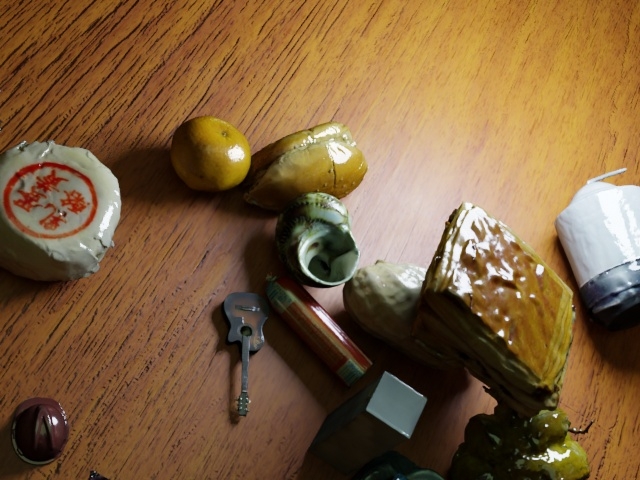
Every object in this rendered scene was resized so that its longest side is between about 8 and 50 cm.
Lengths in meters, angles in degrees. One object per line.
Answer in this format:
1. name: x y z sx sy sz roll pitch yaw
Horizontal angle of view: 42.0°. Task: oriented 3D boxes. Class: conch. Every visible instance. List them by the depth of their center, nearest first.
1. conch: 0.000 0.001 1.600 0.187 0.124 0.181 35 73 8

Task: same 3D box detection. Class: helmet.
1. helmet: -0.444 0.295 1.321 0.089 0.057 0.111 -4 66 -21

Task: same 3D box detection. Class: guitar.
1. guitar: -0.138 0.204 1.511 0.088 0.025 0.233 8 63 -18

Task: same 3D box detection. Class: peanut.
1. peanut: 0.199 0.152 1.602 0.340 0.158 0.174 34 27 -8

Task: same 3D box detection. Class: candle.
1. candle: 0.638 0.008 1.816 0.221 0.221 0.342 -5 64 -24

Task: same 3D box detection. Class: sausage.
1. sausage: -0.011 0.157 1.556 0.264 0.083 0.083 47 57 8

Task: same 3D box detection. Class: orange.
1. orange: -0.214 -0.161 1.602 0.159 0.136 0.159 21 43 -21

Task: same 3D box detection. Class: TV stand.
1. TV stand: 0.075 0.311 1.396 0.088 0.269 0.082 35 57 -2

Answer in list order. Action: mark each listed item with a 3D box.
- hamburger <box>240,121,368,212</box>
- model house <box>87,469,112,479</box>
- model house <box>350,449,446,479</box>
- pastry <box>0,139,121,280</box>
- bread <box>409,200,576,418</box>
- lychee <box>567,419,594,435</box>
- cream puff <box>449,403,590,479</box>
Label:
1. hamburger: -0.022 -0.148 1.662 0.283 0.156 0.144 -19 73 -31
2. model house: -0.377 0.441 1.254 0.203 0.141 0.164 -9 44 -48
3. model house: 0.186 0.457 1.361 0.253 0.291 0.184 45 62 5
4. pastry: -0.471 -0.053 1.448 0.265 0.133 0.264 12 57 -18
5. bread: 0.295 0.126 1.472 0.324 0.167 0.277 42 48 -15
6. lychee: 0.438 0.367 1.606 0.140 0.114 0.101 21 83 18
7. cream puff: 0.354 0.401 1.496 0.244 0.196 0.244 3 72 -9
